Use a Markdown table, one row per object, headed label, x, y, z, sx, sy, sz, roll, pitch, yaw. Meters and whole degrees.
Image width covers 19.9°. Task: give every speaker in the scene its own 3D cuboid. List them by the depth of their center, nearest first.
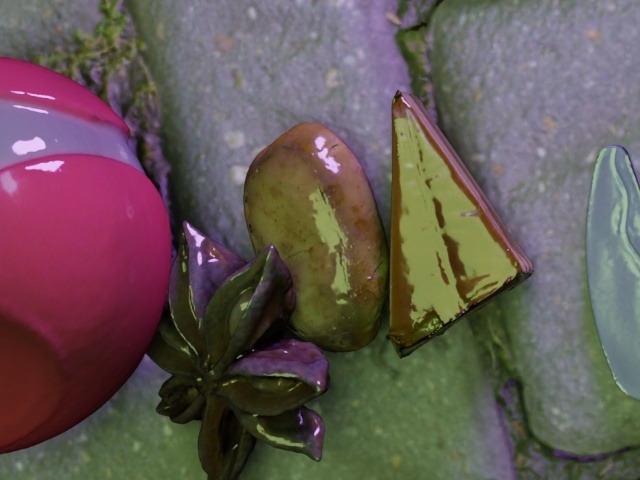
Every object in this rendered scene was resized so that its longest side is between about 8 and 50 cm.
| label | x | y | z | sx | sy | sz | roll | pitch | yaw |
| --- | --- | --- | --- | --- | --- | --- | --- | --- | --- |
| speaker | -0.256 | 0.005 | 1.334 | 0.294 | 0.294 | 0.294 | 0 | 90 | 15 |

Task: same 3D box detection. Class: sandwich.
| label | x | y | z | sx | sy | sz | roll | pitch | yaw |
| --- | --- | --- | --- | --- | --- | --- | --- | --- | --- |
| sandwich | 0.063 | -0.012 | 1.331 | 0.113 | 0.079 | 0.163 | -35 | 82 | 11 |

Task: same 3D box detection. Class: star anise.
| label | x | y | z | sx | sy | sz | roll | pitch | yaw |
| --- | --- | --- | --- | --- | --- | --- | --- | --- | --- |
| star anise | -0.067 | 0.079 | 1.337 | 0.212 | 0.073 | 0.197 | -24 | 86 | 52 |

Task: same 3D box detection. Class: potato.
| label | x | y | z | sx | sy | sz | roll | pitch | yaw |
| --- | --- | --- | --- | --- | --- | --- | --- | --- | --- |
| potato | 0.000 | 0.000 | 1.346 | 0.107 | 0.080 | 0.171 | -23 | 87 | 31 |

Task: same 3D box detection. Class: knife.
| label | x | y | z | sx | sy | sz | roll | pitch | yaw |
| --- | --- | --- | --- | --- | --- | --- | --- | --- | --- |
| knife | 0.250 | 0.092 | 1.307 | 0.080 | 0.044 | 0.331 | -28 | 77 | 21 |
